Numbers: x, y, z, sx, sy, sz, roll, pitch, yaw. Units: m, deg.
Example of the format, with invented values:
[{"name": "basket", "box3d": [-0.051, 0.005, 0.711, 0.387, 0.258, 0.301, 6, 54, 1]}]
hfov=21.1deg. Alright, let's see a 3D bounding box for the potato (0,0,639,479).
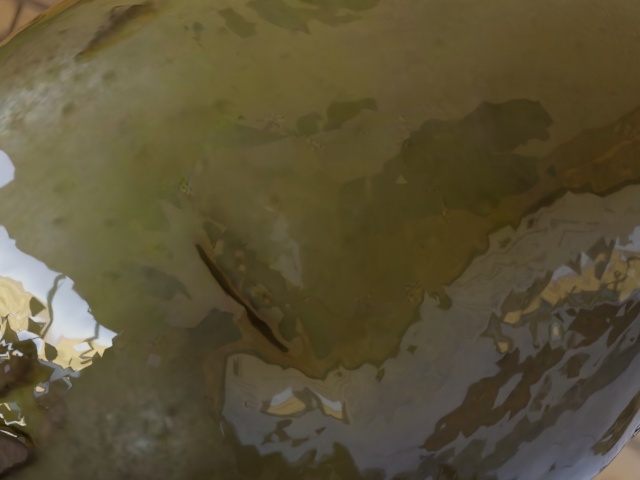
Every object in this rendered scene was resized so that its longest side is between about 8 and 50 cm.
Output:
[{"name": "potato", "box3d": [0.000, 0.000, 0.588, 0.326, 0.221, 0.243, -19, 24, -22]}]
